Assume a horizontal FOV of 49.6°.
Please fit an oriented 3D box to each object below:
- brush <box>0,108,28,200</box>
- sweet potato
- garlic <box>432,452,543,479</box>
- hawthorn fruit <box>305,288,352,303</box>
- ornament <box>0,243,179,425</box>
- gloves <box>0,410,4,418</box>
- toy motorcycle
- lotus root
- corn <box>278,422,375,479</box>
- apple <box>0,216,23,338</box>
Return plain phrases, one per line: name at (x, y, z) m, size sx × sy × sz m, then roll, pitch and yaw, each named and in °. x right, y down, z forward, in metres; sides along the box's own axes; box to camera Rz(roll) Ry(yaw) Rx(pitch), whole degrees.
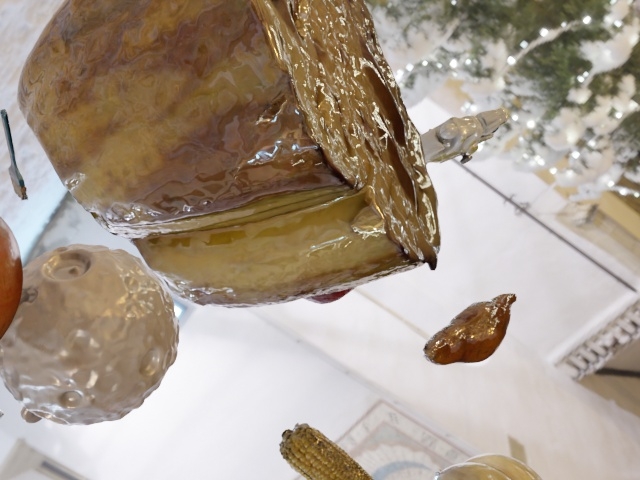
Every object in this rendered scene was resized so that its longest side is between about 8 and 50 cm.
brush at (-0.517, -0.144, 1.162) m, size 0.014 × 0.051 × 0.164 m, roll -24°, pitch 134°, yaw -34°
sweet potato at (0.317, 0.190, 1.412) m, size 0.359 × 0.112 × 0.112 m, roll -28°, pitch 168°, yaw -44°
garlic at (0.382, 0.598, 1.547) m, size 0.313 × 0.286 × 0.249 m, roll -6°, pitch -118°, yaw 53°
hawthorn fruit at (0.000, 0.000, 1.627) m, size 0.307 × 0.265 × 0.265 m, roll 89°, pitch 25°, yaw -58°
ornament at (-0.431, 0.164, 1.276) m, size 0.337 × 0.337 × 0.337 m, roll -53°, pitch -168°, yaw 16°
gloves at (-0.645, 0.329, 1.238) m, size 0.119 × 0.097 × 0.229 m, roll -33°, pitch 154°, yaw -18°
toy motorcycle at (0.266, -0.204, 1.388) m, size 0.229 × 0.074 × 0.151 m, roll -21°, pitch 165°, yaw -3°
lotus root at (-0.058, -0.068, 0.512) m, size 0.250 × 0.316 × 0.316 m, roll -26°, pitch -160°, yaw 13°
corn at (0.039, 0.545, 1.620) m, size 0.115 × 0.318 × 0.115 m, roll -51°, pitch 172°, yaw -10°
apple at (-0.556, 0.063, 1.011) m, size 0.253 × 0.253 × 0.253 m, roll -53°, pitch -168°, yaw 16°
